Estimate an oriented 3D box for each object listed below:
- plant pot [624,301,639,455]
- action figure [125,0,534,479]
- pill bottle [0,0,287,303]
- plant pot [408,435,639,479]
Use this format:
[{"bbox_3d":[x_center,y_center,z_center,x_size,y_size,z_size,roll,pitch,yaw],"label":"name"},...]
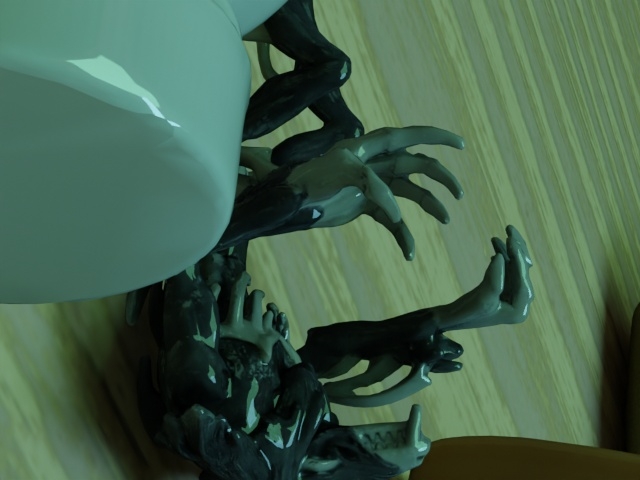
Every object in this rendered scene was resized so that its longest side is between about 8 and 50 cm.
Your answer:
[{"bbox_3d":[0.303,0.148,1.232,0.237,0.237,0.254,42,30,-56],"label":"plant pot"},{"bbox_3d":[0.000,0.000,0.653,0.164,0.141,0.276,47,38,-71],"label":"action figure"},{"bbox_3d":[-0.077,-0.153,0.478,0.176,0.176,0.318,45,42,-54],"label":"pill bottle"},{"bbox_3d":[0.154,0.228,0.784,0.291,0.291,0.203,43,60,-56],"label":"plant pot"}]
